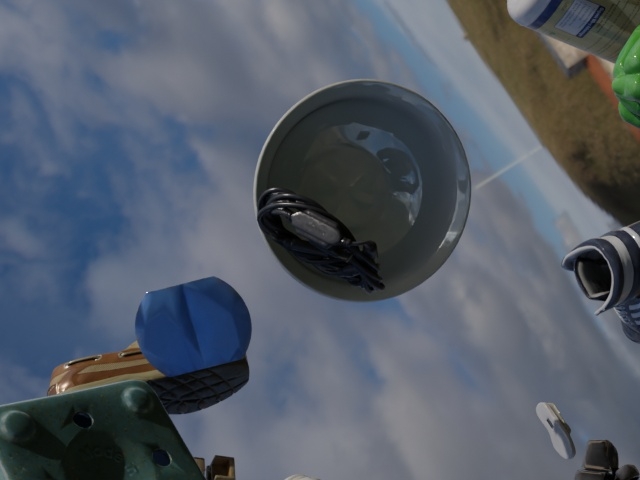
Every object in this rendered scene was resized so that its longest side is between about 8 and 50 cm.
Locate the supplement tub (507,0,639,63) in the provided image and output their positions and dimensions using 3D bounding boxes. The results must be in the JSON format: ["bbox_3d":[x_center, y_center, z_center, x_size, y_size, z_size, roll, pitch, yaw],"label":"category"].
[{"bbox_3d":[0.480,-0.397,1.363,0.316,0.228,0.228,21,-153,-7],"label":"supplement tub"}]

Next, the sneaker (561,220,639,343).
[{"bbox_3d":[0.398,0.068,1.151,0.282,0.153,0.099,81,164,-53],"label":"sneaker"}]

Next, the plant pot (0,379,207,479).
[{"bbox_3d":[-0.209,0.243,0.664,0.248,0.252,0.247,-3,-132,-50],"label":"plant pot"}]

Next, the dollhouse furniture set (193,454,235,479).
[{"bbox_3d":[-0.230,0.412,1.336,0.182,0.101,0.160,13,-143,-19],"label":"dollhouse furniture set"}]

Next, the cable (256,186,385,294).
[{"bbox_3d":[0.000,0.000,1.038,0.185,0.047,0.150,24,165,31],"label":"cable"}]

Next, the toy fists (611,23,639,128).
[{"bbox_3d":[0.336,-0.145,0.758,0.142,0.096,0.279,42,-178,5],"label":"toy fists"}]

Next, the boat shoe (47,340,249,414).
[{"bbox_3d":[-0.280,0.213,1.408,0.122,0.324,0.119,99,155,-44],"label":"boat shoe"}]

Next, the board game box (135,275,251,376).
[{"bbox_3d":[-0.185,0.121,1.274,0.033,0.169,0.133,-99,-6,-77],"label":"board game box"}]

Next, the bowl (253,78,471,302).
[{"bbox_3d":[0.045,-0.069,1.201,0.297,0.298,0.134,52,172,-12],"label":"bowl"}]

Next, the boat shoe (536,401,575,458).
[{"bbox_3d":[0.379,0.298,1.371,0.035,0.035,0.100,2,-138,-29],"label":"boat shoe"}]

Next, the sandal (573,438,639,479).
[{"bbox_3d":[0.281,0.256,0.847,0.254,0.055,0.097,7,-94,-69],"label":"sandal"}]

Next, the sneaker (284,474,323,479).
[{"bbox_3d":[-0.019,0.396,1.209,0.305,0.152,0.114,23,-110,-66],"label":"sneaker"}]
